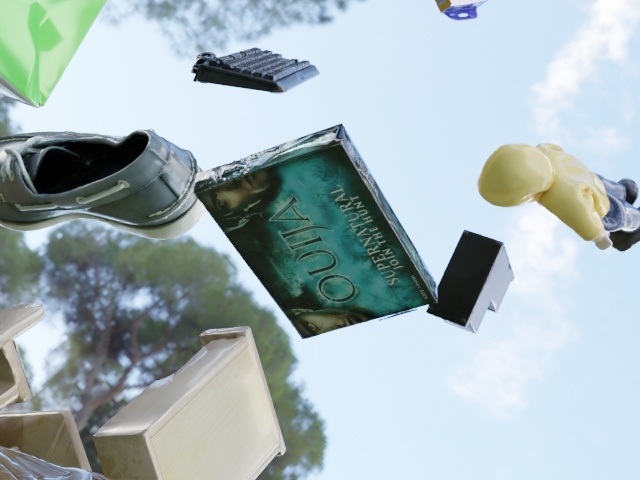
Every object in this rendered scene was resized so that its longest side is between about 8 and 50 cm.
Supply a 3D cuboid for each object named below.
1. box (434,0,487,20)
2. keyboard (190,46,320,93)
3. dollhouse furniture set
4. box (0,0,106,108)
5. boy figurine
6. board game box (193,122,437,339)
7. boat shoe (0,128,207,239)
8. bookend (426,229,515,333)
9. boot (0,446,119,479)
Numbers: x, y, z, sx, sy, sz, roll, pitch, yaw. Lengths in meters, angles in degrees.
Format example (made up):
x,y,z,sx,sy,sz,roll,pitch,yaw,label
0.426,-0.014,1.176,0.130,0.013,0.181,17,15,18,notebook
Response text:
x,y,z,sx,sy,sz,roll,pitch,yaw,label
0.172,-0.358,1.489,0.028,0.081,0.136,-37,-104,48,box
-0.067,-0.158,1.010,0.108,0.180,0.023,9,-76,8,keyboard
-0.285,0.244,1.340,0.394,0.256,0.362,-7,-74,27,dollhouse furniture set
-0.318,-0.231,0.786,0.231,0.126,0.262,23,-13,28,box
0.330,-0.059,1.489,0.092,0.285,0.177,-50,-135,31,boy figurine
0.000,0.000,0.880,0.126,0.026,0.186,-18,-50,20,board game box
-0.253,-0.074,1.088,0.320,0.116,0.099,8,-27,32,boat shoe
0.254,0.088,1.858,0.072,0.156,0.157,20,-16,24,bookend
-0.274,0.285,0.940,0.095,0.203,0.262,29,-1,40,boot
